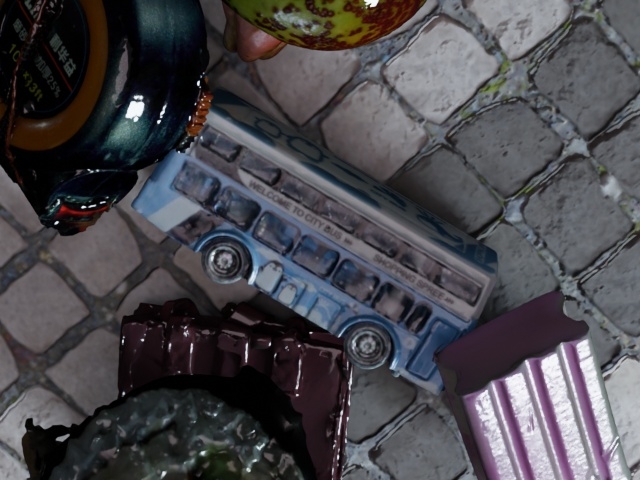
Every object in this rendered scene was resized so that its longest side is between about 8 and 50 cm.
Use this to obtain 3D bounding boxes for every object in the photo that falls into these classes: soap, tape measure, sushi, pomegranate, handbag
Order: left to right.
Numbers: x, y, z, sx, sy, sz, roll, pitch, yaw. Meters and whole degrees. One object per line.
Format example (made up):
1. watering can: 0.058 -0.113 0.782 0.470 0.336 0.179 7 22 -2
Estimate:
1. tape measure: -0.188 -0.142 1.266 0.223 0.135 0.202 -49 62 29
2. sushi: -0.122 0.227 1.304 0.225 0.218 0.238 -24 73 -18
3. handbag: -0.078 0.159 1.405 0.203 0.074 0.216 7 107 6
4. pomegranate: -0.017 -0.221 1.216 0.214 0.214 0.248 29 134 -2
5. soap: 0.177 0.148 1.312 0.122 0.065 0.203 -27 131 -6

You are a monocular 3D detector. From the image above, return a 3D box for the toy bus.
1. toy bus: 0.000 0.000 1.326 0.297 0.106 0.131 30 106 -1
